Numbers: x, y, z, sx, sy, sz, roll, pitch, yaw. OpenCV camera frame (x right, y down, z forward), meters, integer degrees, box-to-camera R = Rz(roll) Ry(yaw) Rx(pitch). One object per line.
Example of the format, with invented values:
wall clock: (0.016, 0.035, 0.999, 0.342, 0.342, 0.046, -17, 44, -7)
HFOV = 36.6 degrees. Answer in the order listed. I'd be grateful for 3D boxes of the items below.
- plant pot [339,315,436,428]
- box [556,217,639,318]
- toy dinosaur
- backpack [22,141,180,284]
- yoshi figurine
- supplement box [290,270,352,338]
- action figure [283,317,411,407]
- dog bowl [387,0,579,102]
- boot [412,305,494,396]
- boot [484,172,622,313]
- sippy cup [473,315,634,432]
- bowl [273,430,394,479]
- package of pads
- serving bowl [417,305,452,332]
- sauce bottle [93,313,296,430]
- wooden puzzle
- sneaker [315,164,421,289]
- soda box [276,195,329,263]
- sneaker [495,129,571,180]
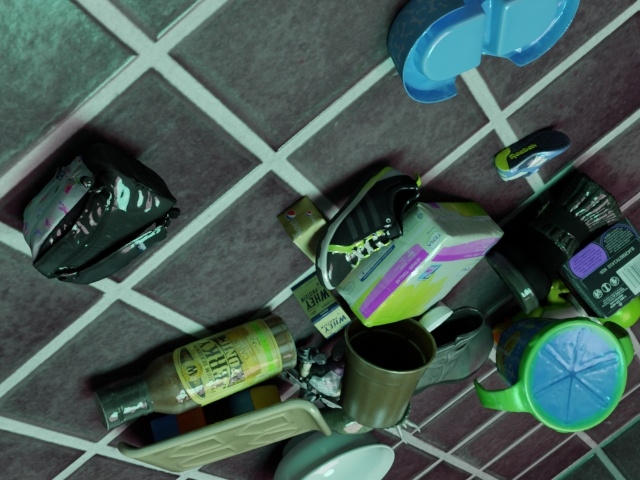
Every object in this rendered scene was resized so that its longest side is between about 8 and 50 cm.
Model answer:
plant pot: (0.111, 0.242, 1.764, 0.167, 0.167, 0.165, -13, 132, -31)
box: (0.604, 0.062, 2.039, 0.165, 0.143, 0.270, -38, 172, 6)
toy dinosaur: (0.075, 0.338, 1.995, 0.314, 0.160, 0.121, -1, 134, -42)
backpack: (-0.293, -0.030, 1.236, 0.182, 0.115, 0.152, -43, 135, 14)
yoshi figurine: (0.590, 0.184, 2.232, 0.362, 0.203, 0.203, -28, 140, -16)
supplement box: (0.002, 0.115, 1.712, 0.056, 0.083, 0.083, -36, 148, 1)
action figure: (0.047, 0.227, 1.874, 0.285, 0.099, 0.185, -48, 129, 8)
dog bowl: (0.227, -0.308, 1.376, 0.297, 0.074, 0.166, -25, 146, -14)
boot: (0.282, 0.209, 1.992, 0.338, 0.118, 0.222, -25, 158, -39)
boot: (0.448, -0.006, 1.833, 0.260, 0.131, 0.348, -38, -178, 12)
sippy cup: (0.485, 0.261, 2.043, 0.306, 0.224, 0.240, 15, 92, -16)
bowl: (0.006, 0.500, 2.168, 0.298, 0.134, 0.298, -24, 146, -18)
package of pads: (0.178, 0.040, 1.701, 0.229, 0.101, 0.296, -48, 160, 22)
serving bowl: (0.207, 0.148, 1.812, 0.083, 0.027, 0.083, -35, 165, -11)
sauce bottle: (-0.210, 0.229, 1.646, 0.344, 0.111, 0.111, -21, 145, -23)
wooden puzzle: (-0.166, 0.342, 1.772, 0.348, 0.080, 0.322, -13, 161, 1)
sneaker: (0.079, -0.020, 1.522, 0.234, 0.097, 0.084, -59, 148, -13)
soda box: (0.000, 0.000, 1.586, 0.061, 0.058, 0.181, -37, 148, 4)
sneaker: (0.379, -0.151, 1.736, 0.144, 0.053, 0.059, -22, 146, -4)
